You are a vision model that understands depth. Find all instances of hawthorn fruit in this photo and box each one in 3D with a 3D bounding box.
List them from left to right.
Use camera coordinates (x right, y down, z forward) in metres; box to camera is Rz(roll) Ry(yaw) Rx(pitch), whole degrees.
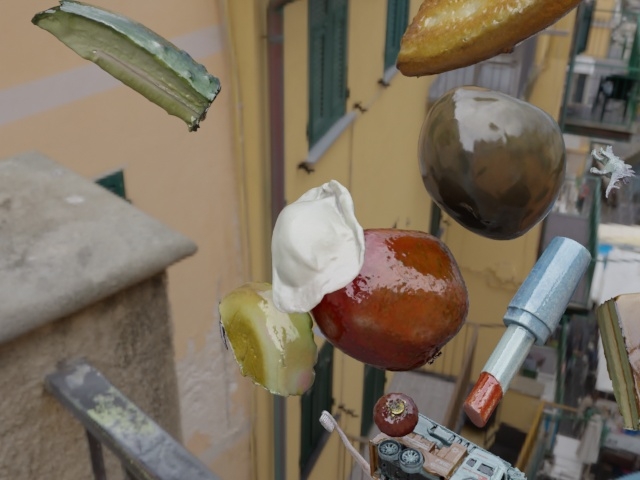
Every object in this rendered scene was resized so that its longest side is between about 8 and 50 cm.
[{"bbox_3d":[0.099,0.091,1.598,0.369,0.284,0.284,23,25,-17],"label":"hawthorn fruit"}]

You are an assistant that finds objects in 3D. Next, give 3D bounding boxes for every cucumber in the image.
[{"bbox_3d":[-0.322,-0.327,1.423,0.325,0.105,0.145,31,31,-13],"label":"cucumber"}]

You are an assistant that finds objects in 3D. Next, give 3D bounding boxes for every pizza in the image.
[{"bbox_3d":[0.121,-0.183,0.541,0.185,0.036,0.176,-35,36,24],"label":"pizza"}]

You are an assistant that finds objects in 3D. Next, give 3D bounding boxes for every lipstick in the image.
[{"bbox_3d":[0.266,0.119,1.085,0.061,0.068,0.274,12,62,55],"label":"lipstick"}]

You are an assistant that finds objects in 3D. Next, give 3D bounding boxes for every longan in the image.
[{"bbox_3d":[0.323,-0.151,1.584,0.288,0.288,0.350,29,2,39],"label":"longan"}]

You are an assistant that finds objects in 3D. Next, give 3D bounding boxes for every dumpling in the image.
[{"bbox_3d":[0.000,0.000,1.198,0.151,0.124,0.228,-21,50,31],"label":"dumpling"}]

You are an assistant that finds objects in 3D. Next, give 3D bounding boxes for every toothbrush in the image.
[{"bbox_3d":[0.083,0.536,2.077,0.025,0.307,0.029,-8,36,44],"label":"toothbrush"}]

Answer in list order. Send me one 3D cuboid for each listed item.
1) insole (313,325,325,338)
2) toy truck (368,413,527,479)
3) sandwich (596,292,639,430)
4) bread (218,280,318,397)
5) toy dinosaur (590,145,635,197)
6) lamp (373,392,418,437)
[{"bbox_3d":[0.138,0.281,2.450,0.322,0.007,0.109,5,27,2],"label":"insole"},{"bbox_3d":[0.285,0.504,1.820,0.338,0.132,0.184,18,40,32],"label":"toy truck"},{"bbox_3d":[0.607,0.199,1.423,0.198,0.227,0.155,-8,-12,4],"label":"sandwich"},{"bbox_3d":[-0.077,0.176,1.569,0.158,0.156,0.260,-2,60,-41],"label":"bread"},{"bbox_3d":[0.566,-0.135,1.597,0.082,0.039,0.209,27,35,3],"label":"toy dinosaur"},{"bbox_3d":[0.165,0.382,1.813,0.101,0.090,0.101,0,55,0],"label":"lamp"}]
